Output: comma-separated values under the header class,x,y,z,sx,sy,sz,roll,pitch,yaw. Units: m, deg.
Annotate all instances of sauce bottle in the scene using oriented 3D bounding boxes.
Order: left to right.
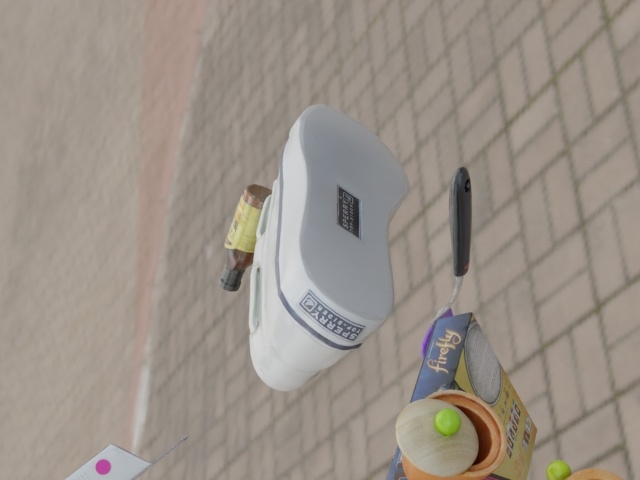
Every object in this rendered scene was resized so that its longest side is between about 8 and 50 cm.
class,x,y,z,sx,sy,sz,roll,pitch,yaw
sauce bottle,-0.085,-0.001,1.377,0.042,0.042,0.128,-116,42,-55

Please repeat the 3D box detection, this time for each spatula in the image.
class,x,y,z,sx,sy,sz,roll,pitch,yaw
spatula,0.137,0.047,1.283,0.084,0.030,0.296,-50,-28,-45

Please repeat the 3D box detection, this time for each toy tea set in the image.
class,x,y,z,sx,sy,sz,roll,pitch,yaw
toy tea set,0.194,0.227,0.878,0.200,0.336,0.124,-58,-6,-41

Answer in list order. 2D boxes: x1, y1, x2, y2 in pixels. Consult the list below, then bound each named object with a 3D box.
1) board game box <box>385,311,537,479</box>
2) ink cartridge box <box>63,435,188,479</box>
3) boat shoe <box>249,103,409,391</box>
class,x,y,z,sx,sy,sz,roll,pitch,yaw
board game box,0.130,0.208,1.111,0.042,0.165,0.243,-14,32,30
ink cartridge box,-0.346,0.362,1.620,0.069,0.371,0.176,54,160,5
boat shoe,0.000,0.000,0.811,0.088,0.096,0.267,-49,21,26
